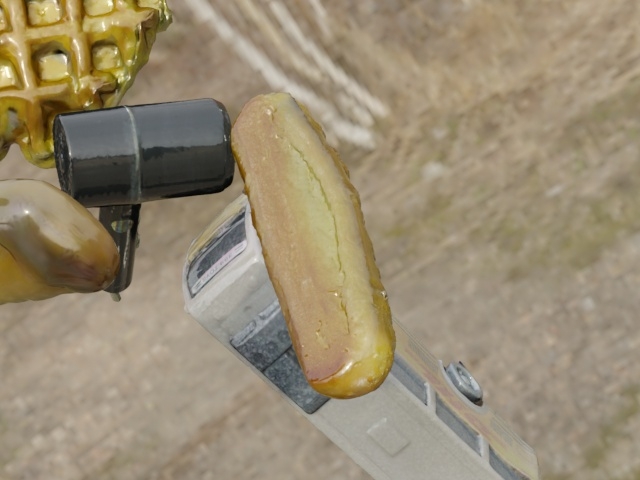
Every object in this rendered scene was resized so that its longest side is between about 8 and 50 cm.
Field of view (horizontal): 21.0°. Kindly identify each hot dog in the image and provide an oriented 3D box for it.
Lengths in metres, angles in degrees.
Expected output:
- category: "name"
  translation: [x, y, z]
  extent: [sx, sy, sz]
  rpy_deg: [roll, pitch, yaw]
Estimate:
- category: "hot dog"
  translation: [0.000, 0.000, 0.989]
  extent: [0.066, 0.047, 0.216]
  rpy_deg: [-36, 49, 17]

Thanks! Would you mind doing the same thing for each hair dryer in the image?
- category: "hair dryer"
  translation: [-0.139, -0.019, 1.295]
  extent: [0.124, 0.219, 0.071]
  rpy_deg: [-5, 54, -17]

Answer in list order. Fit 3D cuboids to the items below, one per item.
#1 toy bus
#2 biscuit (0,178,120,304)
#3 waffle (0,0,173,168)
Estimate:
- category: "toy bus"
  translation: [0.034, 0.113, 1.390]
  extent: [0.097, 0.342, 0.138]
  rpy_deg: [-42, 15, 18]
- category: "biscuit"
  translation: [-0.205, 0.006, 0.828]
  extent: [0.208, 0.164, 0.047]
  rpy_deg: [-35, 24, 46]
- category: "waffle"
  translation: [-0.285, -0.228, 1.508]
  extent: [0.325, 0.302, 0.068]
  rpy_deg: [-56, 4, -12]
